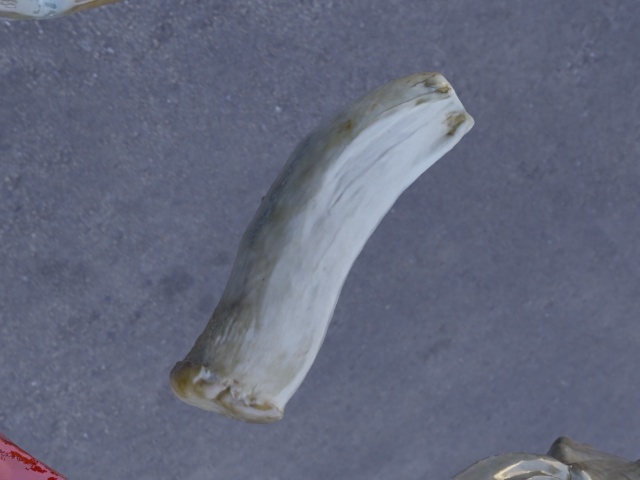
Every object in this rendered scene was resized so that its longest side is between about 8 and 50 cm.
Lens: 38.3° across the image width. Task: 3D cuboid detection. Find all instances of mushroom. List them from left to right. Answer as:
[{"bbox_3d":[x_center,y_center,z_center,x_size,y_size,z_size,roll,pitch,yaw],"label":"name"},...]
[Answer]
[{"bbox_3d":[0.000,0.000,0.783,0.351,0.123,0.095,-56,154,-7],"label":"mushroom"}]

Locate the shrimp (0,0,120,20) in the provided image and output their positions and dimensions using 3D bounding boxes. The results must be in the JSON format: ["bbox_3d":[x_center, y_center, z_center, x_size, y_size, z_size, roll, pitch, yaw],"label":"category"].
[{"bbox_3d":[-0.298,-0.232,0.597,0.110,0.446,0.221,99,9,-45],"label":"shrimp"}]

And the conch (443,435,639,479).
[{"bbox_3d":[0.134,0.263,0.503,0.297,0.210,0.352,30,77,-34],"label":"conch"}]

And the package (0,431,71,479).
[{"bbox_3d":[-0.263,0.300,0.808,0.196,0.123,0.423,-53,129,-22],"label":"package"}]
